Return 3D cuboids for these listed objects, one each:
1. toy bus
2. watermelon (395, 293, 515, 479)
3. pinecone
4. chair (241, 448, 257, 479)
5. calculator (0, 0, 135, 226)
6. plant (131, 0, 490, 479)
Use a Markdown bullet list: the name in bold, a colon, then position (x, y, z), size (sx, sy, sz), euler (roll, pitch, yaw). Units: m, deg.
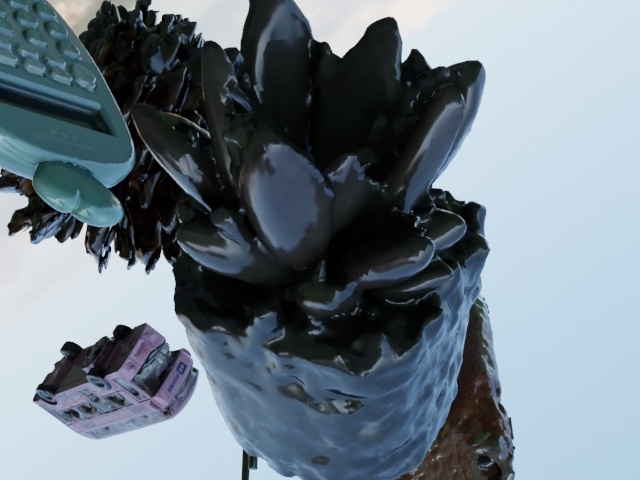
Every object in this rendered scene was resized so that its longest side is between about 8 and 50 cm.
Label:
- **toy bus**: position (-0.188, 0.130, 1.408), size (0.203, 0.090, 0.063), euler (-23, -148, 55)
- **watermelon**: position (0.093, 0.176, 1.379), size (0.257, 0.139, 0.193), euler (-111, -154, -47)
- **pinecone**: position (-0.136, -0.069, 1.200), size (0.221, 0.221, 0.221), euler (-37, -168, 10)
- **chair**: position (-0.037, 0.089, 1.250), size (0.095, 0.104, 0.222), euler (-21, -117, 47)
- **calculator**: position (-0.122, -0.065, 0.638), size (0.021, 0.153, 0.095), euler (-42, 147, 26)
- **plant**: position (0.000, 0.000, 0.945), size (0.321, 0.194, 0.182), euler (89, 24, -43)
